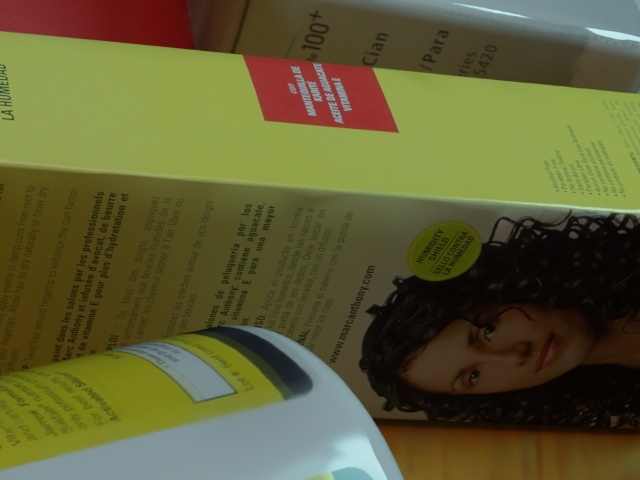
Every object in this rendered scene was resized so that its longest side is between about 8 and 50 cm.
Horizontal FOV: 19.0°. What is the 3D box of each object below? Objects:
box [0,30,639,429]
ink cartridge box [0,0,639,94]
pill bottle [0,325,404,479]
[{"bbox_3d":[0.000,0.000,0.504,0.232,0.087,0.058,4,42,-19],"label":"box"},{"bbox_3d":[-0.044,-0.152,0.678,0.261,0.066,0.296,7,40,-18],"label":"ink cartridge box"},{"bbox_3d":[-0.077,0.082,0.360,0.184,0.103,0.103,-11,49,-33],"label":"pill bottle"}]
